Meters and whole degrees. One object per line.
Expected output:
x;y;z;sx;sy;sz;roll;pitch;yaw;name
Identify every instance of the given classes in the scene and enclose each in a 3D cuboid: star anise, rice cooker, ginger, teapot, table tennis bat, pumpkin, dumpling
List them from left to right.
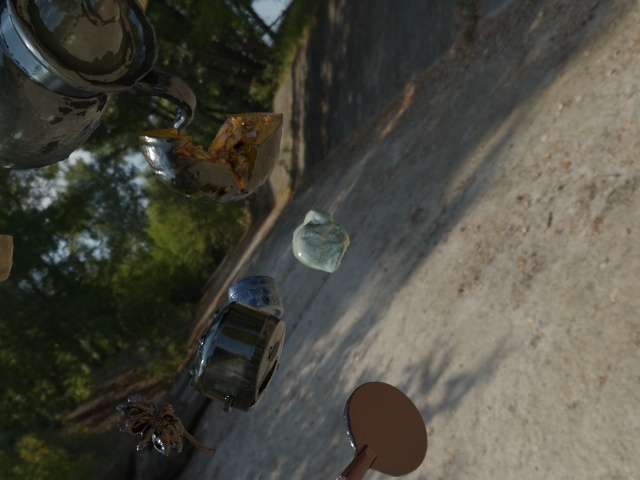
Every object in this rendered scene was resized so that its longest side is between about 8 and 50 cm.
-0.754;0.061;1.423;0.190;0.095;0.069;-39;26;-5;ginger
-0.308;-0.197;0.782;0.285;0.305;0.223;-19;24;40;teapot
-0.346;0.407;1.411;0.073;0.177;0.234;-49;-33;3;star anise
-0.131;-0.100;0.802;0.119;0.184;0.107;27;124;49;pumpkin
-0.104;0.149;0.811;0.165;0.107;0.112;-59;5;48;rice cooker
0.000;0.000;1.689;0.229;0.124;0.151;31;99;47;dumpling
0.120;0.399;1.290;0.038;0.200;0.310;-51;-10;34;table tennis bat

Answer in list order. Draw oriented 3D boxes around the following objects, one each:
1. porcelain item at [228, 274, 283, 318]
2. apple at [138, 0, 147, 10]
-0.188;0.173;1.832;0.147;0.147;0.114;-49;51;47;porcelain item
-0.656;-0.772;1.953;0.264;0.264;0.264;-56;9;13;apple
